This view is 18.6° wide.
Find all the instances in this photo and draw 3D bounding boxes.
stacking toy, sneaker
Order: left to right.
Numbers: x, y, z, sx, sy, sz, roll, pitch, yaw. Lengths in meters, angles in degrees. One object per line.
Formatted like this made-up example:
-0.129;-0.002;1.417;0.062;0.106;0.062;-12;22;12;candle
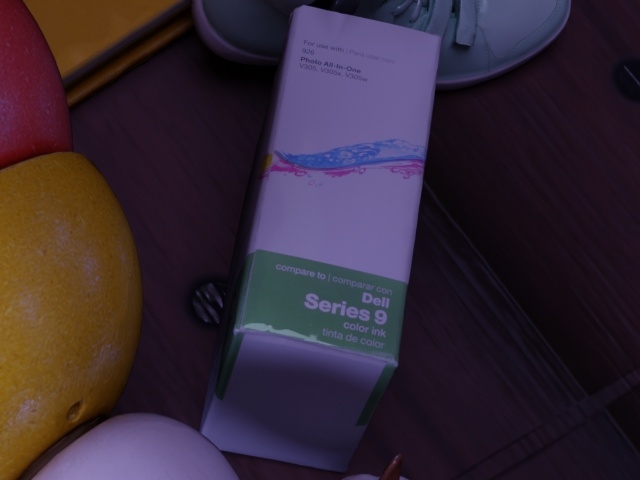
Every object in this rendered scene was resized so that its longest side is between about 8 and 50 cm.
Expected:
-0.207;0.019;0.955;0.351;0.350;0.480;-36;81;-26;stacking toy
0.066;-0.156;1.177;0.256;0.151;0.094;-4;78;-25;sneaker

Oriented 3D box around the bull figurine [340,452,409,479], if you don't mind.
0.063;0.255;0.987;0.310;0.101;0.188;44;58;13;bull figurine

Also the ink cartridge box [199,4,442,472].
0.000;0.000;1.091;0.093;0.154;0.212;11;59;-5;ink cartridge box

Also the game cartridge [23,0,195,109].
-0.186;-0.252;1.261;0.285;0.052;0.324;-37;71;-26;game cartridge
